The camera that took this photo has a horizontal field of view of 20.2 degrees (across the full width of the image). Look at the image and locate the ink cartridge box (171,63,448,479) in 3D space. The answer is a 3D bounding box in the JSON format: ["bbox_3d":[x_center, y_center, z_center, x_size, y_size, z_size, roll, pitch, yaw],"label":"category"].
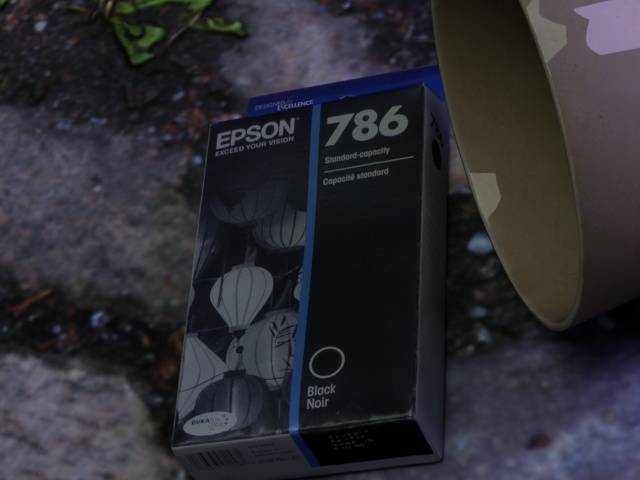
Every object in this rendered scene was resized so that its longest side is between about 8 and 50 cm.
[{"bbox_3d":[0.000,0.000,1.206,0.165,0.065,0.332,-10,51,18],"label":"ink cartridge box"}]

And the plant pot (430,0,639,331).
[{"bbox_3d":[0.235,-0.105,1.085,0.274,0.256,0.256,-16,49,-8],"label":"plant pot"}]
